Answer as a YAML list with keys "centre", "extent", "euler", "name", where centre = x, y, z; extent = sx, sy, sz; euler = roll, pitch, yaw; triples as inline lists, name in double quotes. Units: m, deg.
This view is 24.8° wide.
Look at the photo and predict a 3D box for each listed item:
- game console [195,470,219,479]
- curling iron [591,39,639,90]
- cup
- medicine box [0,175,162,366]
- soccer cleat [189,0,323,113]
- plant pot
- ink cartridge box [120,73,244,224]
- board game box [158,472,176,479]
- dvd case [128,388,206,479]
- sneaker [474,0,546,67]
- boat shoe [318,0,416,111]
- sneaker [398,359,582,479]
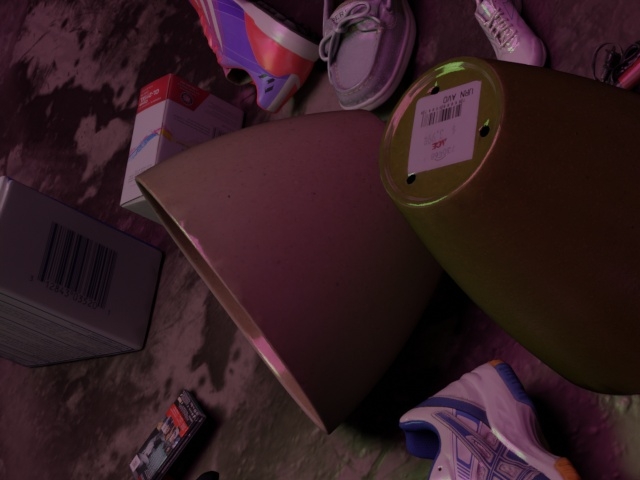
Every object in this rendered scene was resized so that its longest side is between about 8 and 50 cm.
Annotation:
- centre: [-0.161, 0.422, 1.570]
  extent: [0.213, 0.044, 0.361]
  euler: [136, 151, -62]
  name: "game console"
- centre: [0.366, -0.232, 1.403]
  extent: [0.274, 0.035, 0.068]
  euler: [-42, 43, 26]
  name: "curling iron"
- centre: [0.000, 0.000, 1.509]
  extent: [0.237, 0.331, 0.331]
  euler: [-36, 38, -8]
  name: "cup"
- centre: [-0.408, 0.052, 1.945]
  extent: [0.289, 0.263, 0.149]
  euler: [-11, 60, 45]
  name: "medicine box"
- centre: [-0.112, -0.272, 1.926]
  extent: [0.318, 0.108, 0.116]
  euler: [40, 104, 49]
  name: "soccer cleat"
- centre: [0.197, -0.038, 1.275]
  extent: [0.275, 0.293, 0.275]
  euler: [-27, 50, 38]
  name: "plant pot"
- centre: [-0.178, -0.107, 1.882]
  extent: [0.072, 0.127, 0.175]
  euler: [-17, 56, 44]
  name: "ink cartridge box"
- centre: [-0.244, 0.409, 1.670]
  extent: [0.145, 0.027, 0.281]
  euler: [-34, 28, 33]
  name: "board game box"
- centre: [-0.186, 0.242, 1.754]
  extent: [0.119, 0.013, 0.087]
  euler: [-53, 23, 0]
  name: "dvd case"
- centre: [0.197, -0.229, 1.577]
  extent: [0.053, 0.061, 0.152]
  euler: [-41, 45, 24]
  name: "sneaker"
- centre: [0.045, -0.299, 1.757]
  extent: [0.118, 0.103, 0.320]
  euler: [-19, 55, 42]
  name: "boat shoe"
- centre: [0.164, 0.233, 1.277]
  extent: [0.131, 0.112, 0.296]
  euler: [-25, 33, -3]
  name: "sneaker"
